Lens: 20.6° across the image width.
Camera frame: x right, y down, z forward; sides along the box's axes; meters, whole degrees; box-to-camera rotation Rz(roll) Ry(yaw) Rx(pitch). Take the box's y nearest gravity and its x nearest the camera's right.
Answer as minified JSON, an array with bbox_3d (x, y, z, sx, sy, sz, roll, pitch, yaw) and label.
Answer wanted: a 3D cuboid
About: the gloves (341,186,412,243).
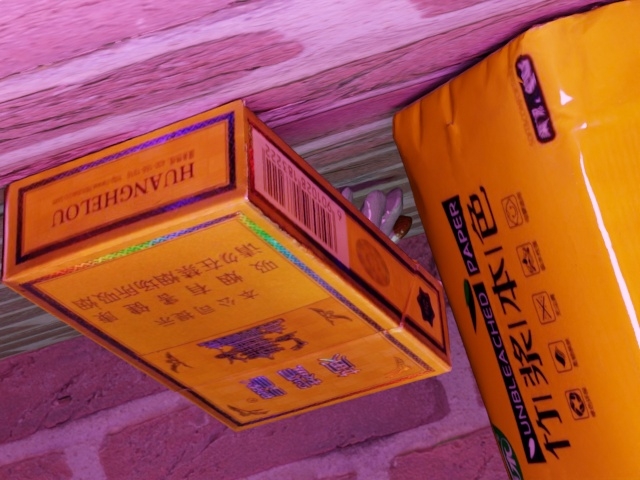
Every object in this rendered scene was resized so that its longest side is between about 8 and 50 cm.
[{"bbox_3d":[0.003,0.014,1.971,0.219,0.131,0.140,-5,175,-19],"label":"gloves"}]

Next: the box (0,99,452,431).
[{"bbox_3d":[-0.058,0.030,1.247,0.193,0.084,0.301,-17,147,24],"label":"box"}]

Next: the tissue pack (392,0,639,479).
[{"bbox_3d":[0.233,0.033,1.276,0.228,0.382,0.293,-18,177,-20],"label":"tissue pack"}]
